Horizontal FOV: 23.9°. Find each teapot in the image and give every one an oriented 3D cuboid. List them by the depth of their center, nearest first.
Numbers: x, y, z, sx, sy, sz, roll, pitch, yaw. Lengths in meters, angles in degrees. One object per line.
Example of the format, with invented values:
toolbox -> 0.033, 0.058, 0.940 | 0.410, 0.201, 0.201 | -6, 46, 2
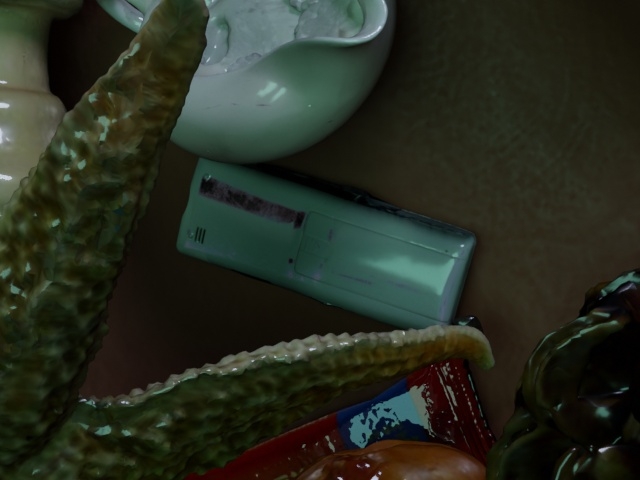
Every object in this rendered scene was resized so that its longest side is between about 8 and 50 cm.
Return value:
teapot -> -0.035, -0.105, 0.786 | 0.226, 0.092, 0.145 | 14, 67, 40

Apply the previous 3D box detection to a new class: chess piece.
chess piece -> -0.175, -0.143, 0.826 | 0.124, 0.139, 0.307 | 4, 91, 5

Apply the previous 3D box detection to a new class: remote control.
remote control -> 0.000, 0.000, 0.816 | 0.166, 0.029, 0.065 | 18, 99, 18

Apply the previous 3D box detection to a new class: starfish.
starfish -> -0.139, 0.066, 0.726 | 0.383, 0.132, 0.398 | -30, 118, 12

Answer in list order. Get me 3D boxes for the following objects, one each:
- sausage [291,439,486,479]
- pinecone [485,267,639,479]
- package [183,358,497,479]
sausage -> 0.019, 0.211, 0.752 | 0.133, 0.133, 0.258 | 25, 116, 17
pinecone -> 0.194, 0.112, 0.633 | 0.243, 0.257, 0.244 | 0, 88, 6
package -> 0.005, 0.133, 0.823 | 0.200, 0.022, 0.083 | -25, 83, 20
